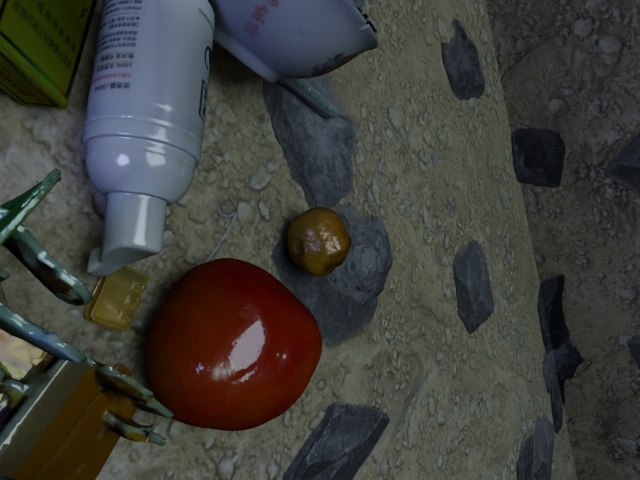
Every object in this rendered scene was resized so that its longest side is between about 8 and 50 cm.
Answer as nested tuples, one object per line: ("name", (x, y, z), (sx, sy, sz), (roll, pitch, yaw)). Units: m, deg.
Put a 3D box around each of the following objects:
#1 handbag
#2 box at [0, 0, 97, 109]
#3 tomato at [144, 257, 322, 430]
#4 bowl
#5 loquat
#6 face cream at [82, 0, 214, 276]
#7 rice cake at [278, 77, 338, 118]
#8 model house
("handbag", (-0.268, 0.075, 0.600), (0.061, 0.027, 0.083), (36, 59, -39))
("box", (-0.318, -0.280, 0.503), (0.141, 0.064, 0.220), (86, 9, -75))
("tomato", (-0.115, 0.154, 0.653), (0.260, 0.180, 0.259), (6, 81, -40))
("bowl", (-0.088, -0.356, 0.712), (0.345, 0.345, 0.157), (26, 108, -44))
("loquat", (0.000, 0.000, 0.858), (0.137, 0.113, 0.137), (35, 36, -31))
("face cream", (-0.224, -0.136, 0.585), (0.145, 0.145, 0.369), (12, 77, -47))
("rice cake", (-0.036, -0.301, 0.901), (0.208, 0.033, 0.033), (25, 66, -45))
("model house", (-0.227, 0.138, 0.389), (0.313, 0.358, 0.242), (45, 52, -33))
